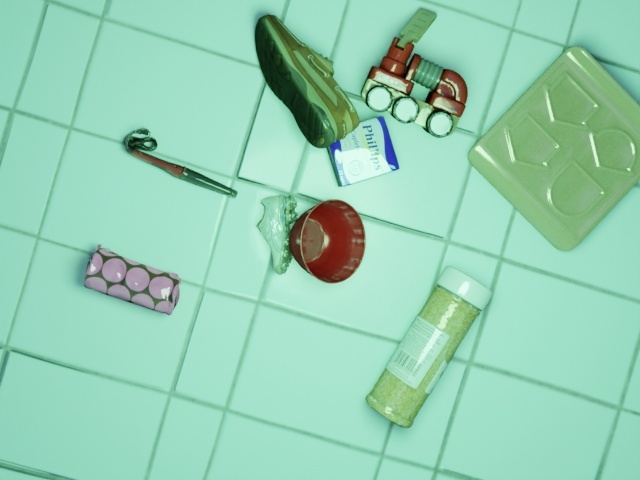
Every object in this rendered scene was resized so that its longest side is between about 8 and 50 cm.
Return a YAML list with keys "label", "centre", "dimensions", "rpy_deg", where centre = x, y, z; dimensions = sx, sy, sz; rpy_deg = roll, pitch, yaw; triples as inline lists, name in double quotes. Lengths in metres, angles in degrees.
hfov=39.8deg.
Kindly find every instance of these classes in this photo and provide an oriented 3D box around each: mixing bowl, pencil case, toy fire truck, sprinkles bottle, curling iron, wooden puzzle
- label: "mixing bowl"
  centre: [0.000, 0.000, 1.912]
  dimensions: [0.181, 0.098, 0.182]
  rpy_deg: [-3, 94, -39]
- label: "pencil case"
  centre: [-0.402, 0.086, 1.908]
  dimensions: [0.209, 0.095, 0.098]
  rpy_deg: [21, 75, -7]
- label: "toy fire truck"
  centre: [0.225, -0.372, 1.919]
  dimensions: [0.217, 0.158, 0.246]
  rpy_deg: [22, 101, -4]
- label: "sprinkles bottle"
  centre: [0.237, 0.233, 1.942]
  dimensions: [0.121, 0.121, 0.355]
  rpy_deg: [32, 90, -5]
- label: "curling iron"
  centre: [-0.304, -0.163, 1.930]
  dimensions: [0.274, 0.035, 0.068]
  rpy_deg: [29, 90, -4]
- label: "wooden puzzle"
  centre: [0.551, -0.202, 1.974]
  dimensions: [0.322, 0.080, 0.348]
  rpy_deg: [44, 93, -4]

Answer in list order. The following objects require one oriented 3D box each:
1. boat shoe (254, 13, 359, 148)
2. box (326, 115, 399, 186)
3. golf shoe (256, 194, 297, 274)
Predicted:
- label: "boat shoe"
  centre: [-0.029, -0.345, 1.895]
  dimensions: [0.119, 0.122, 0.324]
  rpy_deg: [-24, 76, -26]
- label: "box"
  centre: [0.089, -0.195, 1.939]
  dimensions: [0.137, 0.072, 0.126]
  rpy_deg: [-18, 94, -4]
- label: "golf shoe"
  centre: [-0.100, -0.013, 1.947]
  dimensions: [0.086, 0.069, 0.176]
  rpy_deg: [4, 90, 17]
